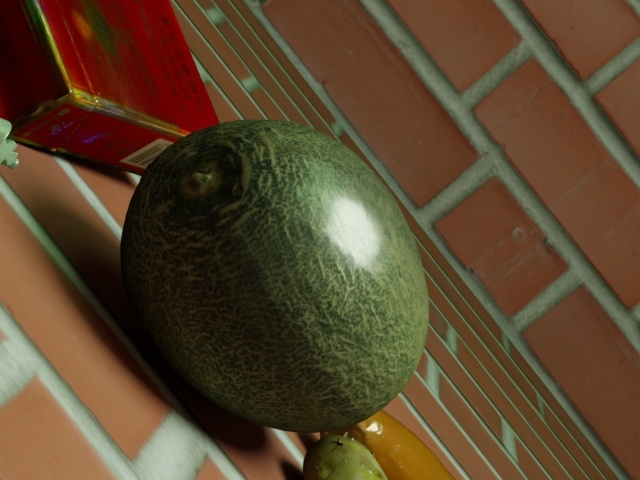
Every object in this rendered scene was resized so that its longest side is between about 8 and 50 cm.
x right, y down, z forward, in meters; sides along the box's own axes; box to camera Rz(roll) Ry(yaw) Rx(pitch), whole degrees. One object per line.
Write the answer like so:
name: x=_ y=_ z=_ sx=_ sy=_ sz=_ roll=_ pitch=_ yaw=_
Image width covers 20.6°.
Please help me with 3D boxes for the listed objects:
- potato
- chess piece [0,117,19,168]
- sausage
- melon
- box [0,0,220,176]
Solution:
potato: x=0.027 y=0.232 z=1.594 sx=0.091 sy=0.070 sz=0.138 roll=43 pitch=13 yaw=-40
chess piece: x=-0.289 y=-0.112 z=1.415 sx=0.149 sy=0.059 sz=0.059 roll=52 pitch=8 yaw=-35
sausage: x=0.081 y=0.241 z=1.765 sx=0.238 sy=0.098 sz=0.098 roll=49 pitch=9 yaw=-30
melon: x=-0.032 y=0.036 z=1.524 sx=0.329 sy=0.249 sz=0.248 roll=47 pitch=10 yaw=-48
box: x=-0.223 y=-0.176 z=1.694 sx=0.313 sy=0.089 sz=0.197 roll=17 pitch=49 yaw=-66
